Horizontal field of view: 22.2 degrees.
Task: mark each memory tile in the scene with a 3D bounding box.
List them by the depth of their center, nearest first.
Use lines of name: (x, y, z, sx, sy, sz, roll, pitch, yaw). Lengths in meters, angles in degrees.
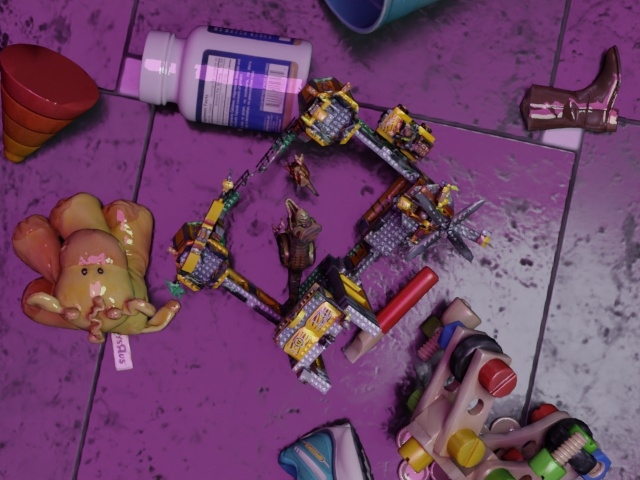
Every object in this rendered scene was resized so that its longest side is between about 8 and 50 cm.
memory tile: (0.163, 0.265, 1.892, 0.148, 0.012, 0.113, -4, 88, -2)

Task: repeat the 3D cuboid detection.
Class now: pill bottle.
pill bottle: (-0.108, -0.185, 1.853, 0.186, 0.112, 0.112, 9, 88, -1)

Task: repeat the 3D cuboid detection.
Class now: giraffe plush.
giraffe plush: (-0.255, 0.048, 1.812, 0.181, 0.170, 0.210, -26, 89, -2)

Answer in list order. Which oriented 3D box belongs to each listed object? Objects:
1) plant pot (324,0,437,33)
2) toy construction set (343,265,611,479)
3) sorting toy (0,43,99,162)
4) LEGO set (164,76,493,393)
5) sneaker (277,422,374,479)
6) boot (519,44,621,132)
plant pot: (0.123, -0.397, 1.805, 0.255, 0.271, 0.272, -20, 88, -17)
toy construction set: (0.136, 0.215, 1.795, 0.237, 0.257, 0.309, -44, 63, 5)
sorting toy: (-0.436, -0.206, 1.870, 0.365, 0.127, 0.126, 31, 117, 3)
LEGO set: (0.000, 0.000, 1.759, 0.331, 0.192, 0.255, -41, 110, 7)
sneaker: (0.018, 0.335, 1.809, 0.110, 0.107, 0.275, -18, 51, 6)
boot: (0.291, -0.178, 1.902, 0.114, 0.037, 0.106, 3, 86, 4)
